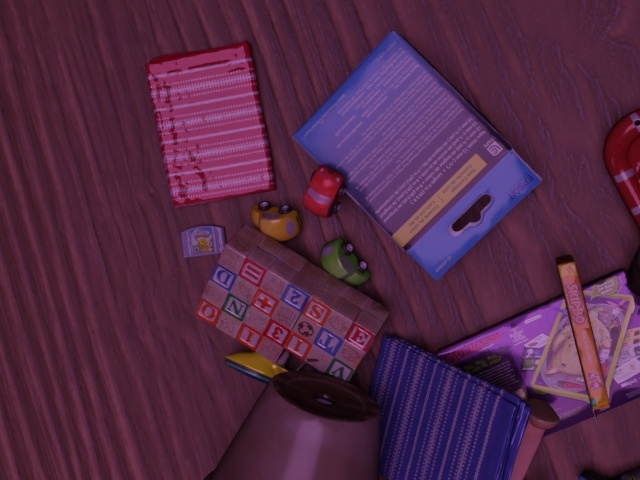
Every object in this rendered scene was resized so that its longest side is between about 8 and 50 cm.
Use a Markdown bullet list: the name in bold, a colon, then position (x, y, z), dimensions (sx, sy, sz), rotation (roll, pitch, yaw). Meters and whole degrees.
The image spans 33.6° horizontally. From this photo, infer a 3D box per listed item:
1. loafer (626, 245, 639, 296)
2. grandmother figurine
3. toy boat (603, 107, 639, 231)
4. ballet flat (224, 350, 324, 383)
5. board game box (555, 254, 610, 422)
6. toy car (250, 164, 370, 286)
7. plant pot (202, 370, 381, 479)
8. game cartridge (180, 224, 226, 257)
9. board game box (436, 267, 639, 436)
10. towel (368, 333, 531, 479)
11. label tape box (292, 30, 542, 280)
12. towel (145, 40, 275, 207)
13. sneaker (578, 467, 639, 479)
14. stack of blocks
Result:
- **loafer**: position (0.658, 0.104, 1.720), dimensions (0.366, 0.130, 0.133), rotation (32, 67, -2)
- **grandmother figurine**: position (0.276, 0.418, 1.789), dimensions (0.208, 0.104, 0.342), rotation (21, 111, 16)
- **toy boat**: position (0.551, -0.104, 1.694), dimensions (0.151, 0.151, 0.231), rotation (-29, 89, 12)
- **ballet flat**: position (-0.057, 0.240, 1.899), dimensions (0.231, 0.077, 0.077), rotation (28, 79, 5)
- **board game box**: position (0.424, 0.156, 1.712), dimensions (0.039, 0.124, 0.259), rotation (-11, 92, 12)
- **toy car**: position (0.000, 0.000, 1.831), dimensions (0.239, 0.053, 0.225), rotation (-26, 109, 46)
- **plant pot**: position (-0.030, 0.379, 1.757), dimensions (0.323, 0.323, 0.280), rotation (18, 104, 10)
- **game cartridge**: position (-0.213, 0.000, 1.932), dimensions (0.083, 0.017, 0.056), rotation (-7, 90, 12)
- **board game box**: position (0.398, 0.212, 1.808), dimensions (0.347, 0.056, 0.208), rotation (-25, 94, 13)
- **towel**: position (0.195, 0.318, 1.769), dimensions (0.336, 0.040, 0.243), rotation (24, 103, 50)
- **label tape box**: position (0.164, -0.143, 1.794), dimensions (0.347, 0.115, 0.249), rotation (45, 102, 2)
- **towel**: position (-0.197, -0.209, 1.903), dimensions (0.199, 0.031, 0.274), rotation (-9, 95, 10)
- **sneaker**: position (0.533, 0.415, 1.796), dimensions (0.188, 0.067, 0.078), rotation (7, 75, 13)
- **stack of blocks**: position (-0.050, 0.125, 1.842), dimensions (0.297, 0.087, 0.171), rotation (31, 124, 6)
